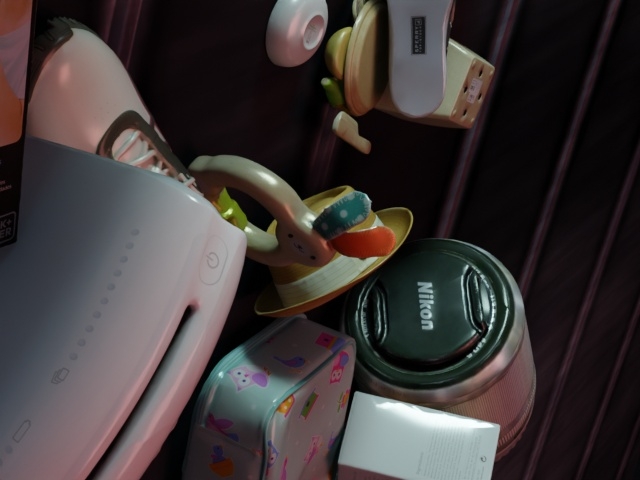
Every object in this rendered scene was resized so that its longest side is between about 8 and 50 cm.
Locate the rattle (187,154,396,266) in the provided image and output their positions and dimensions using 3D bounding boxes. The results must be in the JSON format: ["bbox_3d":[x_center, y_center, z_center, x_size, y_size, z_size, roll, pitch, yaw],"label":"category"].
[{"bbox_3d":[-0.055,0.009,1.223,0.142,0.199,0.130,-39,143,-43],"label":"rattle"}]

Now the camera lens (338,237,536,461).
[{"bbox_3d":[0.150,0.144,1.697,0.219,0.219,0.274,-55,152,-20],"label":"camera lens"}]

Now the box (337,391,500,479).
[{"bbox_3d":[0.109,0.254,1.583,0.130,0.170,0.091,93,12,-63],"label":"box"}]

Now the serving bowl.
[{"bbox_3d":[-0.017,-0.202,1.313,0.083,0.027,0.083,-42,146,-38],"label":"serving bowl"}]

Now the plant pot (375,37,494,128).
[{"bbox_3d":[0.127,-0.177,1.526,0.109,0.096,0.109,10,103,-63],"label":"plant pot"}]

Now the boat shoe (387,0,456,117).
[{"bbox_3d":[0.106,-0.242,1.416,0.076,0.080,0.229,-89,177,-67],"label":"boat shoe"}]

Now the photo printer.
[{"bbox_3d":[-0.194,0.059,0.884,0.107,0.307,0.256,40,76,-40],"label":"photo printer"}]

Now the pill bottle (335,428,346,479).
[{"bbox_3d":[0.041,0.378,1.761,0.162,0.162,0.278,-45,148,-35],"label":"pill bottle"}]

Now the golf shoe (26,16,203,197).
[{"bbox_3d":[-0.149,-0.066,1.082,0.105,0.120,0.273,-53,150,-20],"label":"golf shoe"}]

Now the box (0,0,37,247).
[{"bbox_3d":[-0.247,-0.145,0.778,0.087,0.169,0.290,-24,134,-50],"label":"box"}]

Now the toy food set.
[{"bbox_3d":[0.040,-0.192,1.428,0.132,0.038,0.192,31,73,-69],"label":"toy food set"}]

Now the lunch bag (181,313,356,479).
[{"bbox_3d":[-0.056,0.228,1.511,0.224,0.107,0.279,-39,146,-53],"label":"lunch bag"}]

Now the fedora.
[{"bbox_3d":[0.000,0.000,1.419,0.194,0.194,0.079,-43,109,-38],"label":"fedora"}]
